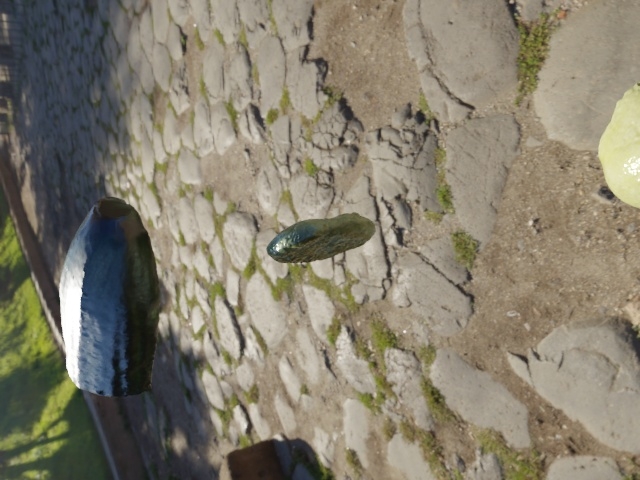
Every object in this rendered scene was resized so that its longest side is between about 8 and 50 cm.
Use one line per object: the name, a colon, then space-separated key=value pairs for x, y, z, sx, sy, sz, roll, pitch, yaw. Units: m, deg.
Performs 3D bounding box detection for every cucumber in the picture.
cucumber: x=-0.204 y=0.060 z=0.425 sx=0.115 sy=0.063 sz=0.243 roll=43 pitch=133 yaw=23

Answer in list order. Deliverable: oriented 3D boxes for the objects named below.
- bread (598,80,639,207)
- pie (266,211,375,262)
bread: x=0.694 y=-0.173 z=0.824 sx=0.320 sy=0.321 sz=0.237 roll=-48 pitch=35 yaw=49
pie: x=0.000 y=0.000 z=0.327 sx=0.085 sy=0.085 sz=0.017 roll=-36 pitch=66 yaw=52
